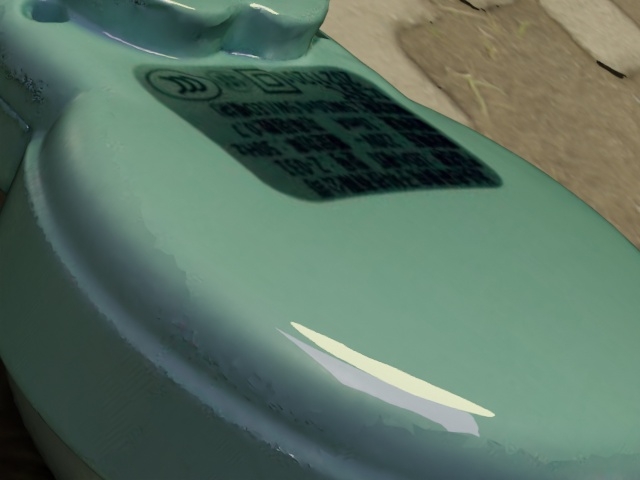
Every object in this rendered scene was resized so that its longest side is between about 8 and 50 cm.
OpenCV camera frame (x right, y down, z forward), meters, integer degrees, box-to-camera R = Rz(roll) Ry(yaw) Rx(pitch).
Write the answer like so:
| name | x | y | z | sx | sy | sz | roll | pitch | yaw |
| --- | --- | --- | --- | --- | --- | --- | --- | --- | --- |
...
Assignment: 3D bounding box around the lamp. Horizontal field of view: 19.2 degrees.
| name | x | y | z | sx | sy | sz | roll | pitch | yaw |
| --- | --- | --- | --- | --- | --- | --- | --- | --- | --- |
| lamp | -0.007 | 0.009 | 0.549 | 0.209 | 0.147 | 0.284 | -3 | 57 | -51 |
